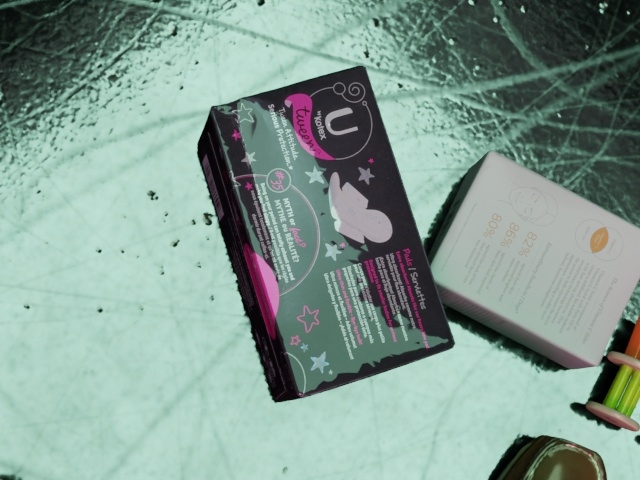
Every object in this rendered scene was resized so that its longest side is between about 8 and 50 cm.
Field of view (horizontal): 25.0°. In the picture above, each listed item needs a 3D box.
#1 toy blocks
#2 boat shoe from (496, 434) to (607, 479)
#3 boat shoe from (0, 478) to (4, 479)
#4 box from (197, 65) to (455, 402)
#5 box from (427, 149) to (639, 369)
[{"bbox_3d":[0.324,0.111,1.302,0.123,0.054,0.148,28,81,-2],"label":"toy blocks"},{"bbox_3d":[0.175,0.329,1.229,0.123,0.120,0.324,20,82,-3],"label":"boat shoe"},{"bbox_3d":[-0.269,0.329,1.205,0.095,0.079,0.254,-13,71,7],"label":"boat shoe"},{"bbox_3d":[0.000,0.000,1.231,0.142,0.163,0.247,-16,85,-11],"label":"box"},{"bbox_3d":[0.189,0.020,1.282,0.170,0.091,0.130,28,81,-1],"label":"box"}]
